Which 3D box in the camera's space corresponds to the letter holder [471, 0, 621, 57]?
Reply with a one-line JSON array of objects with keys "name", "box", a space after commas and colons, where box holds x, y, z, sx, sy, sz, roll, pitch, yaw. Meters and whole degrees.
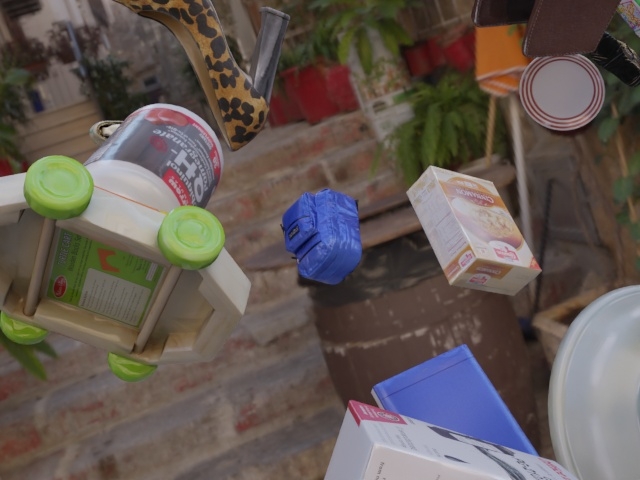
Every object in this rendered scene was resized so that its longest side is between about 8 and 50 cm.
[{"name": "letter holder", "box": [0.264, -0.379, 1.004, 0.214, 0.152, 0.302, -10, -37, -22]}]

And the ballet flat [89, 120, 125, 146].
[{"name": "ballet flat", "box": [-0.308, -0.179, 1.461, 0.168, 0.057, 0.052, -3, -5, -20]}]

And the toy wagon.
[{"name": "toy wagon", "box": [-0.244, 0.021, 0.809, 0.267, 0.344, 0.068, 126, 162, -50]}]

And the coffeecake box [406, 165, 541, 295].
[{"name": "coffeecake box", "box": [0.232, -0.014, 1.303, 0.142, 0.186, 0.068, 11, -46, -36]}]

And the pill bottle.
[{"name": "pill bottle", "box": [-0.259, -0.057, 1.204, 0.176, 0.176, 0.319, -17, 26, 20]}]

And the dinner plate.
[{"name": "dinner plate", "box": [0.406, -0.253, 1.434, 0.141, 0.141, 0.017, -14, 23, 37]}]

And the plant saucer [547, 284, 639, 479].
[{"name": "plant saucer", "box": [0.513, 0.251, 1.200, 0.400, 0.401, 0.100, -23, -4, -27]}]

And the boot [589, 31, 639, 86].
[{"name": "boot", "box": [0.466, -0.298, 1.351, 0.045, 0.121, 0.099, -45, 11, 31]}]

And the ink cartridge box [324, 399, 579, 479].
[{"name": "ink cartridge box", "box": [0.135, 0.247, 0.815, 0.237, 0.100, 0.172, 18, 0, -6]}]

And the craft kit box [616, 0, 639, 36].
[{"name": "craft kit box", "box": [0.543, -0.515, 1.428, 0.250, 0.246, 0.061, -45, 2, -14]}]

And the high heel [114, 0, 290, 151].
[{"name": "high heel", "box": [-0.178, -0.224, 1.057, 0.261, 0.186, 0.093, 13, 7, -15]}]

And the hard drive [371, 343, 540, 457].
[{"name": "hard drive", "box": [0.261, 0.364, 1.551, 0.210, 0.319, 0.040, -21, -28, -20]}]

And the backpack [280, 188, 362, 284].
[{"name": "backpack", "box": [0.000, 0.000, 1.211, 0.101, 0.120, 0.098, 12, -41, -29]}]
